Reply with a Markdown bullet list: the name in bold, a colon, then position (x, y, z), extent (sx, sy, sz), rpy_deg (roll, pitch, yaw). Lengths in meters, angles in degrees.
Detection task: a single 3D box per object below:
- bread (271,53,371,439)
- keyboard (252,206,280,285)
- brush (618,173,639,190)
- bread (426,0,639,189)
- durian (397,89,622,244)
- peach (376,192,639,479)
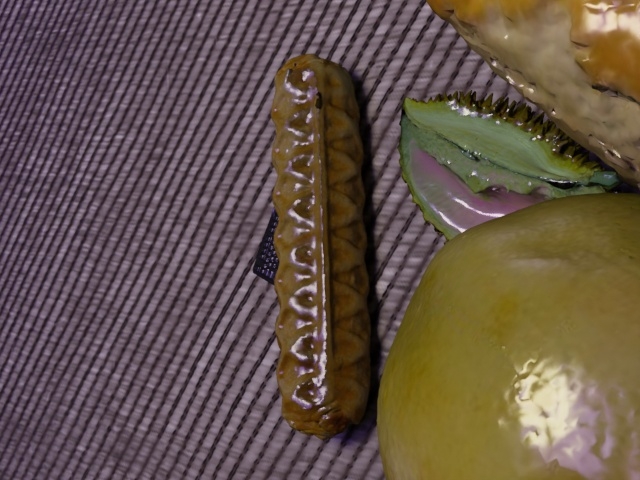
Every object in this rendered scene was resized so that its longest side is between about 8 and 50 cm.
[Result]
- **bread**: position (-0.001, 0.000, 1.068), extent (0.077, 0.084, 0.368), rpy_deg (-25, 63, 56)
- **keyboard**: position (-0.028, -0.031, 1.153), extent (0.053, 0.010, 0.155), rpy_deg (27, 100, 45)
- **brush**: position (0.292, -0.104, 0.773), extent (0.059, 0.123, 0.197), rpy_deg (42, 111, 38)
- **bread**: position (0.249, -0.077, 0.582), extent (0.375, 0.236, 0.165), rpy_deg (40, 124, 22)
- **durian**: position (0.163, -0.043, 0.912), extent (0.220, 0.095, 0.137), rpy_deg (30, 138, 42)
- **peach**: position (0.193, 0.116, 0.699), extent (0.281, 0.314, 0.315), rpy_deg (-52, 8, -6)
